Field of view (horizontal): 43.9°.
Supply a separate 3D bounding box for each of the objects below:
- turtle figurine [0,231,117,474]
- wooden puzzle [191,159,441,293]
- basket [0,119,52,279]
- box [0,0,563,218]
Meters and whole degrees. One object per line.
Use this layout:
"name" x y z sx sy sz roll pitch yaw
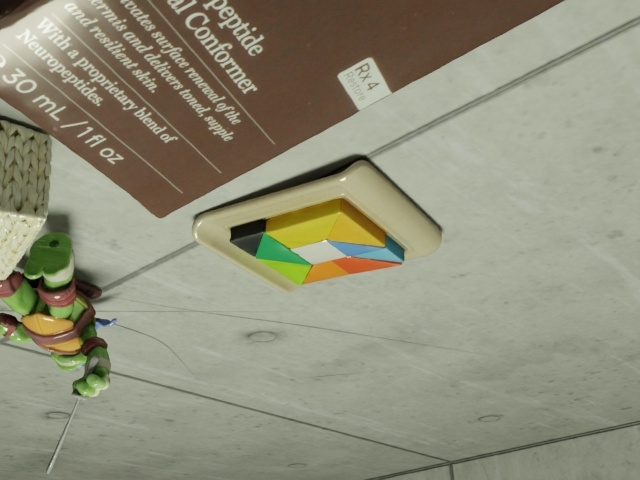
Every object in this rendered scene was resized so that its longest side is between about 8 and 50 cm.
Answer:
"turtle figurine" -0.361 0.126 0.968 0.274 0.198 0.266 -35 145 -30
"wooden puzzle" 0.000 0.000 0.964 0.238 0.044 0.221 -19 148 27
"basket" -0.342 -0.040 0.791 0.103 0.113 0.167 12 149 -33
"box" 0.006 -0.181 0.434 0.381 0.143 0.191 -29 148 11
